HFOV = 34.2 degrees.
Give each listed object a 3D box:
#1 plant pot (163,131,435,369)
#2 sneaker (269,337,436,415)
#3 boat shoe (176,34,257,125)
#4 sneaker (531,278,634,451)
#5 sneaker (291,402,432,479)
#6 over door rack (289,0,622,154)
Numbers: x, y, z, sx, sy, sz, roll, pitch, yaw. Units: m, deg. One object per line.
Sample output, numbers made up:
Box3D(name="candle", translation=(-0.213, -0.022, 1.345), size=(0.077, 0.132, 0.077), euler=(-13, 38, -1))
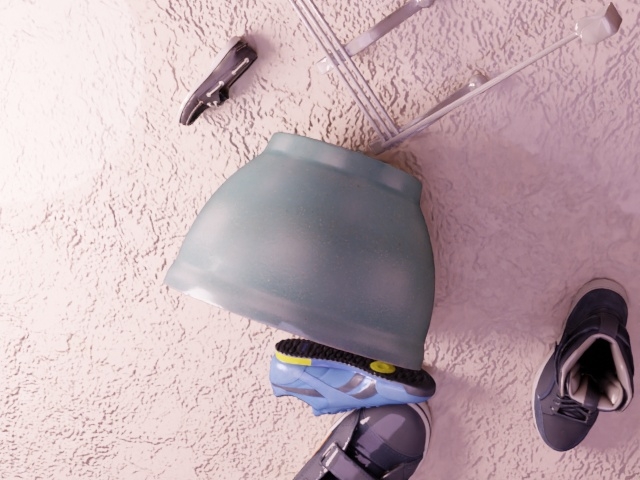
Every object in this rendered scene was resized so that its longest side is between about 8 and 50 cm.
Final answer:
Box3D(name="plant pot", translation=(0.000, 0.000, 1.125), size=(0.293, 0.293, 0.196), euler=(18, 89, 6))
Box3D(name="sneaker", translation=(0.038, 0.180, 1.281), size=(0.209, 0.069, 0.082), euler=(9, 107, 15))
Box3D(name="boat shoe", translation=(-0.119, -0.175, 1.190), size=(0.038, 0.046, 0.125), euler=(40, 107, 1))
Box3D(name="sneaker", translation=(0.290, 0.175, 1.171), size=(0.086, 0.163, 0.226), euler=(13, 116, 7))
Box3D(name="sneaker", translation=(0.021, 0.325, 1.318), size=(0.126, 0.127, 0.321), euler=(38, 114, -2))
Box3D(name="over door rack", translation=(0.120, -0.251, 1.050), size=(0.324, 0.108, 0.239), euler=(-25, 105, 43))
